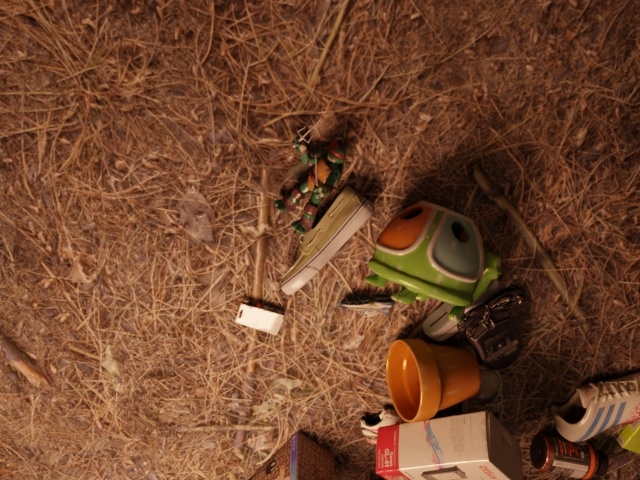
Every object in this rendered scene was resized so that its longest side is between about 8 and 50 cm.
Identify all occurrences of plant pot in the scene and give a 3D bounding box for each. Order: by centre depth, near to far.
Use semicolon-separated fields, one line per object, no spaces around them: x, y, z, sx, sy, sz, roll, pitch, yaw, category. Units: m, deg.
0.295;0.347;1.493;0.188;0.205;0.205;-3;113;-17;plant pot

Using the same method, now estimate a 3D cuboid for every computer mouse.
0.437;0.225;1.479;0.188;0.072;0.272;-30;130;-3;computer mouse

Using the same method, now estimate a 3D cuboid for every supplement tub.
0.703;0.612;1.647;0.198;0.106;0.106;12;111;-7;supplement tub

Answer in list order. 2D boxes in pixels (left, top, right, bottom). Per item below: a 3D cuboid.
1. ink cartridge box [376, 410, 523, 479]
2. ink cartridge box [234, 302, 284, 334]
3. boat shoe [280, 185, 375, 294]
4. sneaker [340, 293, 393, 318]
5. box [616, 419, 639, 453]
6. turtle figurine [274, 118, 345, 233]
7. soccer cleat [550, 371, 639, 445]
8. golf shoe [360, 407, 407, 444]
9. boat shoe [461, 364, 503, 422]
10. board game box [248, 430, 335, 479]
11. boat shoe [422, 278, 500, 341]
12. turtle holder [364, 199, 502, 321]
0.326;0.553;1.484;0.306;0.131;0.226;-19;133;32;ink cartridge box
-0.156;0.196;1.498;0.115;0.029;0.063;18;111;-7;ink cartridge box
0.000;0.000;1.397;0.094;0.109;0.302;43;96;0;boat shoe
0.117;0.173;1.485;0.135;0.052;0.058;2;116;-2;sneaker
0.957;0.570;1.669;0.178;0.042;0.109;22;110;-10;box
-0.010;-0.140;1.309;0.118;0.175;0.234;12;123;-32;turtle figurine
0.780;0.427;1.568;0.331;0.116;0.143;-36;109;12;soccer cleat
0.201;0.500;1.609;0.186;0.067;0.086;-19;110;6;golf shoe
0.440;0.486;1.590;0.118;0.103;0.320;2;112;-2;boat shoe
-0.101;0.723;1.602;0.141;0.232;0.291;38;106;-15;board game box
0.363;0.172;1.487;0.226;0.083;0.076;-37;136;12;boat shoe
0.281;0.047;1.340;0.320;0.243;0.227;21;93;0;turtle holder
